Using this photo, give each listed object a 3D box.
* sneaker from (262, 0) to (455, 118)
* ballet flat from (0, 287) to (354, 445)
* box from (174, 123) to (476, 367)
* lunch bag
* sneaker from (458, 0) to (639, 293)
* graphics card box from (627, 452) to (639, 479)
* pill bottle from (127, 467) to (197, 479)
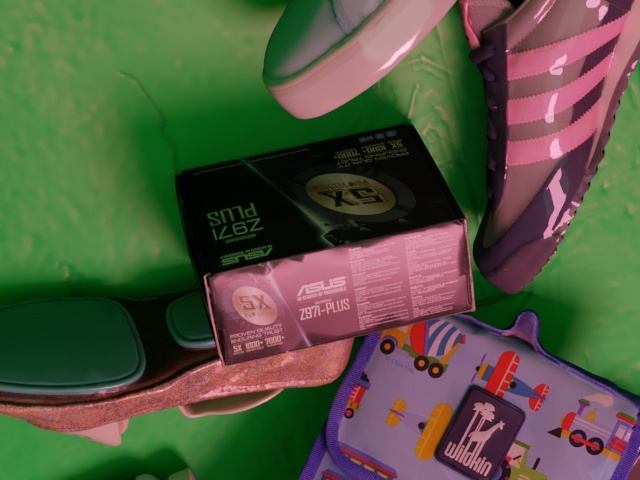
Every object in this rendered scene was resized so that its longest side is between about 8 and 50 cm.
[{"bbox_3d":[0.053,-0.253,1.191,0.150,0.135,0.366,34,98,-21],"label":"sneaker"},{"bbox_3d":[-0.122,0.095,1.360,0.316,0.107,0.106,-8,134,-8],"label":"ballet flat"},{"bbox_3d":[0.000,0.000,1.304,0.180,0.147,0.078,-12,122,-6],"label":"box"},{"bbox_3d":[0.105,0.186,1.420,0.221,0.138,0.293,25,99,7],"label":"lunch bag"},{"bbox_3d":[0.143,-0.118,1.305,0.131,0.112,0.319,15,110,-9],"label":"sneaker"},{"bbox_3d":[0.218,0.322,1.575,0.232,0.094,0.371,31,108,-26],"label":"graphics card box"},{"bbox_3d":[-0.147,0.219,1.442,0.120,0.067,0.067,-22,122,0],"label":"pill bottle"}]
